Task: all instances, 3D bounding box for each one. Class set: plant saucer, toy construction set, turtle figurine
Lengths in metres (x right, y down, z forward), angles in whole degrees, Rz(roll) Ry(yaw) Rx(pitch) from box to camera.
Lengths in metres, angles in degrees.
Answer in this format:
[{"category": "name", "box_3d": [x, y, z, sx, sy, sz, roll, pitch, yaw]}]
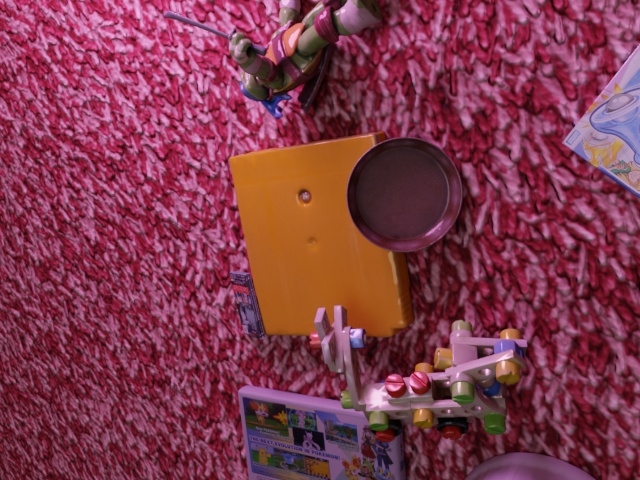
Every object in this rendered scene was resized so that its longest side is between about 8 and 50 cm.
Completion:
[{"category": "plant saucer", "box_3d": [0.122, -0.067, 0.973, 0.169, 0.029, 0.168, 0, 99, 1]}, {"category": "toy construction set", "box_3d": [0.137, 0.199, 0.968, 0.328, 0.151, 0.215, 5, 144, 26]}, {"category": "turtle figurine", "box_3d": [-0.057, -0.330, 0.953, 0.266, 0.198, 0.274, -23, 93, 30]}]

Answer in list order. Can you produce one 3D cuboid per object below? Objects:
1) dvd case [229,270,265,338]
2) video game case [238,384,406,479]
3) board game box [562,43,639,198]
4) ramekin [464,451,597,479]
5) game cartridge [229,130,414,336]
[{"category": "dvd case", "box_3d": [-0.133, 0.115, 1.197, 0.087, 0.013, 0.119, -1, 102, 64]}, {"category": "video game case", "box_3d": [0.003, 0.427, 1.205, 0.329, 0.036, 0.299, 2, 103, 32]}, {"category": "board game box", "box_3d": [0.413, -0.160, 0.801, 0.136, 0.035, 0.201, 41, 120, 17]}, {"category": "ramekin", "box_3d": [0.309, 0.467, 0.967, 0.277, 0.135, 0.277, 8, 106, 30]}, {"category": "game cartridge", "box_3d": [0.000, 0.000, 1.093, 0.286, 0.053, 0.323, -4, 103, 32]}]
